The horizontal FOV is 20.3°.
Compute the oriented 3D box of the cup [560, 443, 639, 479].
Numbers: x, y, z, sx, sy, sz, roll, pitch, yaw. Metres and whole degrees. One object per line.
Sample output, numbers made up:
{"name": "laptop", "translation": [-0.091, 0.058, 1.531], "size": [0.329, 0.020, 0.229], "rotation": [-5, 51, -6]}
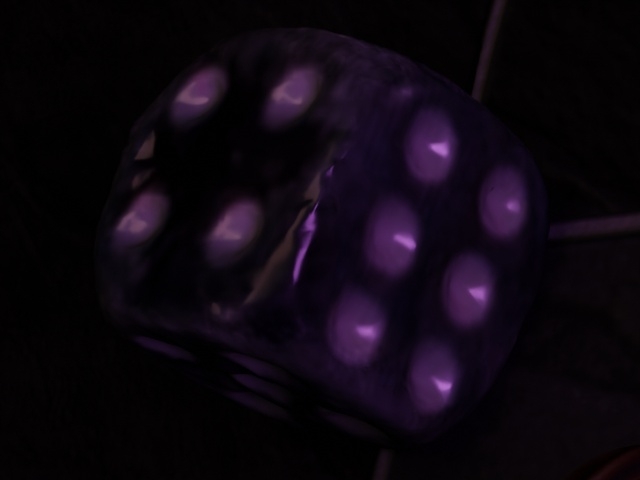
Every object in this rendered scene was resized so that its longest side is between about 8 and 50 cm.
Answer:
{"name": "cup", "translation": [0.093, 0.196, 0.718], "size": [0.280, 0.196, 0.196], "rotation": [-29, 42, 51]}

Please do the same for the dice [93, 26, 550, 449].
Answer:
{"name": "dice", "translation": [0.000, 0.000, 0.975], "size": [0.183, 0.181, 0.182], "rotation": [6, 69, 47]}
